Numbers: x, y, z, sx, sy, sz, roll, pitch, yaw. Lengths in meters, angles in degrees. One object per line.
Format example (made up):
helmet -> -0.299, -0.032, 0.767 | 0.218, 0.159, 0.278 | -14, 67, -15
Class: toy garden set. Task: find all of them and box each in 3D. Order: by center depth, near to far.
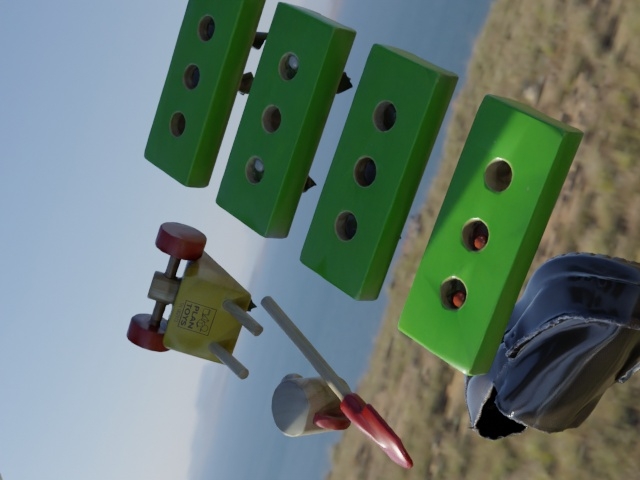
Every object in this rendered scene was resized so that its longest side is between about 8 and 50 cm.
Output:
toy garden set -> 0.000, 0.000, 0.557 | 0.244, 0.049, 0.203 | 33, 111, 40

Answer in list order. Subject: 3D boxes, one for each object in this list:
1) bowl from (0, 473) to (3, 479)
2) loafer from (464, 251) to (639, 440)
bowl -> -0.278, 0.139, 0.604 | 0.156, 0.290, 0.289 | -56, 11, 27
loafer -> 0.139, 0.068, 0.630 | 0.220, 0.080, 0.078 | 121, 160, -68
